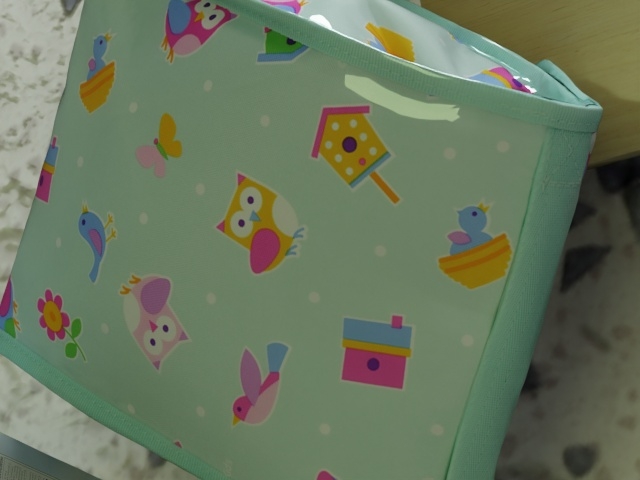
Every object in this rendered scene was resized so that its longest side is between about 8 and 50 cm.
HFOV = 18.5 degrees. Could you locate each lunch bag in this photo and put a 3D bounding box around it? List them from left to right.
[{"bbox_3d":[0.000,0.000,0.872,0.262,0.160,0.223,28,108,39],"label":"lunch bag"}]

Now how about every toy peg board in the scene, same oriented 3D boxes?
[{"bbox_3d":[0.138,-0.113,0.934,0.161,0.079,0.161,-15,79,26],"label":"toy peg board"}]

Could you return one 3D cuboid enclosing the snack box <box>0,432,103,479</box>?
[{"bbox_3d":[-0.206,0.131,0.937,0.174,0.207,0.070,-4,68,30],"label":"snack box"}]
